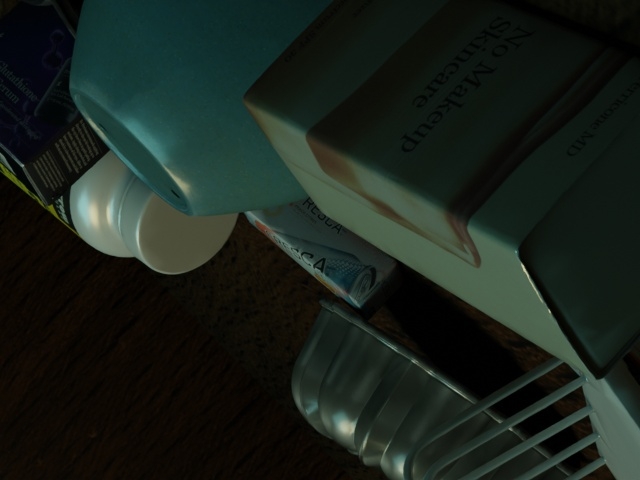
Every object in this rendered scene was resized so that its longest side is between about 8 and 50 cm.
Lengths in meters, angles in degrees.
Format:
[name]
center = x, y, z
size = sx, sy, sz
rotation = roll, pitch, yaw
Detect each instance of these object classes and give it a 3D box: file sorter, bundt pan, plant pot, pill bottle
[file sorter]
center = 0.187, 0.222, 1.396
size = 0.193, 0.173, 0.277
rotation = 58, 178, 27
[bundt pan]
center = 0.101, 0.201, 2.049
size = 0.331, 0.124, 0.331
rotation = 36, 176, 3
[plant pot]
center = -0.074, -0.132, 1.465
size = 0.290, 0.195, 0.290
rotation = 43, 169, 10
[pill bottle]
center = -0.245, -0.098, 2.233
size = 0.334, 0.188, 0.188
rotation = 35, 165, 41

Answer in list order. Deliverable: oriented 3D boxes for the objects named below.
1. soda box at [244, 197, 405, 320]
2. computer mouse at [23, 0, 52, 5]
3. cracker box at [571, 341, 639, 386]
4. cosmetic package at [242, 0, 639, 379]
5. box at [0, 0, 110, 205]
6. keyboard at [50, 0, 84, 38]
[soda box]
center = 0.000, 0.000, 2.012
size = 0.183, 0.063, 0.058
rotation = 39, 170, 25
[computer mouse]
center = -0.266, -0.315, 1.863
size = 0.188, 0.072, 0.272
rotation = 44, 158, -1
[cracker box]
center = 0.167, 0.009, 1.426
size = 0.232, 0.067, 0.156
rotation = 46, 169, 0
[cosmetic package]
center = 0.103, -0.056, 1.211
size = 0.296, 0.153, 0.129
rotation = 30, 163, 49
[box]
center = -0.274, -0.168, 2.034
size = 0.153, 0.207, 0.108
rotation = 40, 168, 21
[keyboard]
center = -0.182, -0.263, 1.478
size = 0.033, 0.201, 0.317
rotation = 10, 171, 4
